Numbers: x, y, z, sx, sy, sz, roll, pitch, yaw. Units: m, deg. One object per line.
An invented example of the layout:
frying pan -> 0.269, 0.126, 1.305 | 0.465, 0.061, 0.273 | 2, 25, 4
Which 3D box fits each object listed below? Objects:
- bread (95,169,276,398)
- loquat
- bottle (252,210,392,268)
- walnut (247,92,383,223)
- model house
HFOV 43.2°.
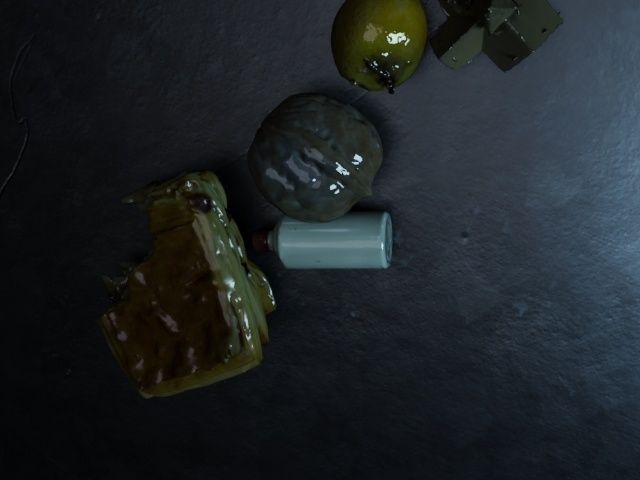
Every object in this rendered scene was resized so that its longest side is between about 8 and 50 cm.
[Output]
bread -> -0.249, 0.074, 1.462 | 0.314, 0.191, 0.369 | -18, 93, 28
loquat -> 0.094, -0.330, 1.277 | 0.150, 0.204, 0.172 | 9, 151, 5
bottle -> 0.000, 0.000, 1.422 | 0.245, 0.104, 0.104 | 0, 106, 13
walnut -> -0.008, -0.134, 1.340 | 0.224, 0.224, 0.224 | 4, 107, 12
model house -> 0.238, -0.329, 1.191 | 0.176, 0.248, 0.181 | -42, 92, 21
